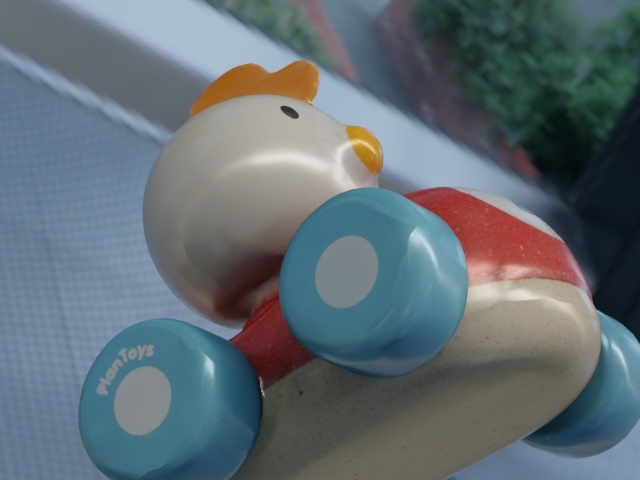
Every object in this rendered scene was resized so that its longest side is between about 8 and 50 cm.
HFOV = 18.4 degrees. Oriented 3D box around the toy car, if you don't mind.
[{"bbox_3d":[0.000,0.000,0.912,0.219,0.210,0.238,26,37,-54],"label":"toy car"}]
